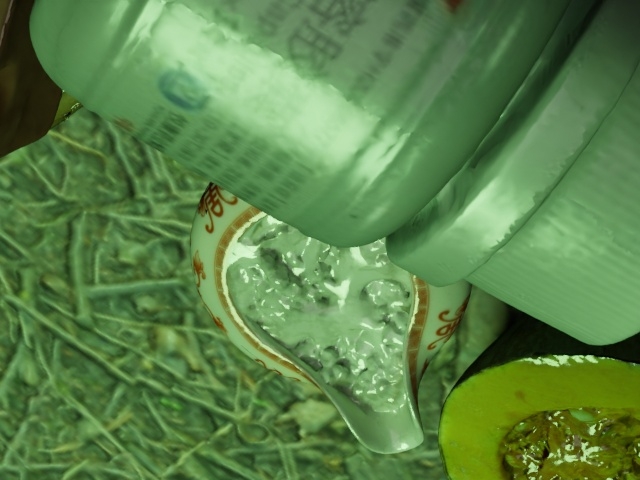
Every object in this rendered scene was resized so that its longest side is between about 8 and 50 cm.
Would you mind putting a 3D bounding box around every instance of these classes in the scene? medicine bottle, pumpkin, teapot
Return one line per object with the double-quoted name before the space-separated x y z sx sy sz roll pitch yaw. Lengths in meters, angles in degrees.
"medicine bottle" 0.050 -0.110 0.731 0.306 0.245 0.245 30 123 -10
"pumpkin" 0.178 0.112 0.940 0.217 0.110 0.217 9 135 9
"teapot" 0.000 0.000 0.893 0.159 0.116 0.245 -20 119 36

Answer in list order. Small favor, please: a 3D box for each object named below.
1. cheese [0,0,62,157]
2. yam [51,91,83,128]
"cheese" -0.165 -0.170 0.783 0.177 0.128 0.203 -39 91 21
"yam" -0.175 -0.080 0.910 0.241 0.057 0.057 -27 114 22
